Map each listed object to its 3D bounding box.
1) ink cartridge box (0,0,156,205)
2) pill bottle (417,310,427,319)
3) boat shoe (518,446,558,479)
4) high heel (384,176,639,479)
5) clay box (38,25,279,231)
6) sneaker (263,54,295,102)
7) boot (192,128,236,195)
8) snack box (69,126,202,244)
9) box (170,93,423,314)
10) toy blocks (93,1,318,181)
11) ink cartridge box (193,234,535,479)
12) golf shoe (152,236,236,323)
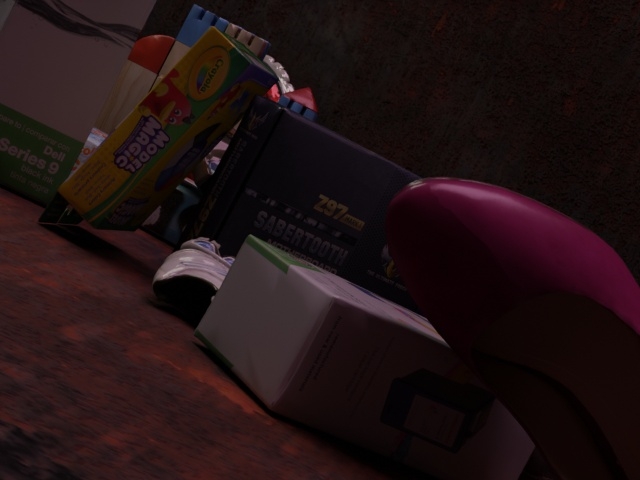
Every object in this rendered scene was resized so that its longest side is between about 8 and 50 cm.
[{"bbox_3d":[-0.248,-0.198,1.575,0.122,0.289,0.211,26,4,-17],"label":"ink cartridge box"},{"bbox_3d":[0.024,0.018,1.631,0.265,0.153,0.153,26,4,-15],"label":"pill bottle"},{"bbox_3d":[0.209,0.167,1.353,0.117,0.096,0.324,17,-3,15],"label":"boat shoe"},{"bbox_3d":[0.182,0.114,1.077,0.377,0.127,0.181,38,27,-23],"label":"high heel"},{"bbox_3d":[-0.138,-0.081,1.433,0.053,0.222,0.127,44,6,7],"label":"clay box"},{"bbox_3d":[-0.086,-0.153,2.201,0.118,0.107,0.279,-11,44,-22],"label":"sneaker"},{"bbox_3d":[-0.062,-0.045,1.759,0.219,0.082,0.106,30,25,-29],"label":"boot"},{"bbox_3d":[-0.189,-0.055,1.811,0.322,0.060,0.187,28,4,8],"label":"snack box"},{"bbox_3d":[0.000,0.000,1.478,0.233,0.183,0.059,26,4,-34],"label":"box"},{"bbox_3d":[-0.157,-0.167,2.045,0.381,0.261,0.191,28,4,1],"label":"toy blocks"},{"bbox_3d":[0.039,0.092,1.198,0.212,0.093,0.154,28,3,-29],"label":"ink cartridge box"},{"bbox_3d":[-0.053,0.064,1.293,0.176,0.069,0.086,24,21,13],"label":"golf shoe"}]
